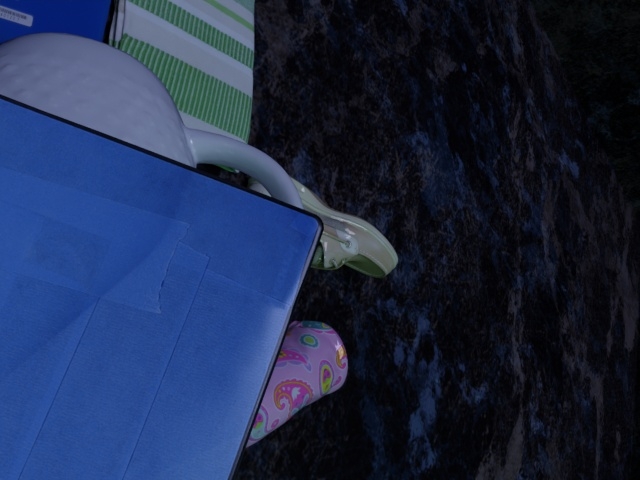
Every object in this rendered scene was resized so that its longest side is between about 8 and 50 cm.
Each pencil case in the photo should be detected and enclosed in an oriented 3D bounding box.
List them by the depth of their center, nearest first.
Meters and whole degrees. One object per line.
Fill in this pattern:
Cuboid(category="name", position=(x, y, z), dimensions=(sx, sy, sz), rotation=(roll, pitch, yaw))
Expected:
Cuboid(category="pencil case", position=(-0.087, 0.196, 0.817), dimensions=(0.284, 0.124, 0.124), rotation=(-17, 93, -48))

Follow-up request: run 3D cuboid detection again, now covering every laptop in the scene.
Cuboid(category="laptop", position=(-0.240, 0.063, 0.278), dimensions=(0.408, 0.236, 0.382), rotation=(42, 64, -56))

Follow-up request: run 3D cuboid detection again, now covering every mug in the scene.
Cuboid(category="mug", position=(-0.198, -0.003, 0.575), dimensions=(0.374, 0.276, 0.328), rotation=(4, 68, -4))

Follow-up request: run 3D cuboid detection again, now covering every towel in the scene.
Cuboid(category="towel", position=(-0.193, -0.278, 0.886), dimensions=(0.248, 0.038, 0.324), rotation=(17, 66, -46))

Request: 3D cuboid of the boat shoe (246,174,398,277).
Cuboid(category="boat shoe", position=(0.000, 0.000, 0.980), dimensions=(0.302, 0.109, 0.098), rotation=(32, 63, -32))

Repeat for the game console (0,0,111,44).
Cuboid(category="game console", position=(-0.375, -0.351, 0.655), dimensions=(0.293, 0.173, 0.250), rotation=(-6, 116, -64))
